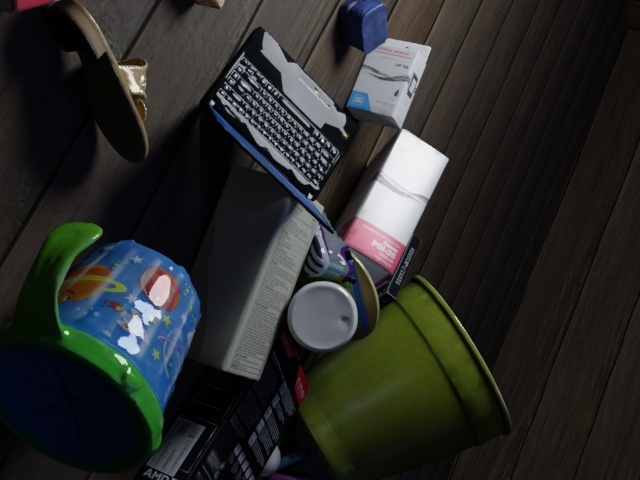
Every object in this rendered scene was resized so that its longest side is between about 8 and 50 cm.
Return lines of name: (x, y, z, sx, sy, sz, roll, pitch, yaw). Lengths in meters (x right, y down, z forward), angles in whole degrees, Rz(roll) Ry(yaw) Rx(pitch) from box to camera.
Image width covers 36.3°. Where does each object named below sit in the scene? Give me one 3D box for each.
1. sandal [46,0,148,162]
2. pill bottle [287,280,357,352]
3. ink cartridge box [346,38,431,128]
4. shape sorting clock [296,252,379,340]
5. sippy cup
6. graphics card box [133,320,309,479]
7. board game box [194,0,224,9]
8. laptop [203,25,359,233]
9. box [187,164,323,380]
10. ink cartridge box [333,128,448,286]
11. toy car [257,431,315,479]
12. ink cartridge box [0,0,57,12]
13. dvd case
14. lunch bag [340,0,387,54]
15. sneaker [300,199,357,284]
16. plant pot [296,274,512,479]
sandal: (-0.239, -0.202, 1.169, 0.079, 0.088, 0.240, -52, 144, -27)
pill bottle: (0.002, 0.128, 1.669, 0.208, 0.117, 0.118, 105, 4, -87)
ink cartridge box: (0.132, -0.315, 1.876, 0.180, 0.104, 0.060, -69, 155, -10)
shape sorting clock: (0.028, 0.091, 1.801, 0.040, 0.206, 0.206, -33, 136, -43)
sippy cup: (-0.263, 0.127, 1.201, 0.305, 0.240, 0.224, -52, -173, 43)
graphics card box: (-0.159, 0.334, 1.696, 0.371, 0.094, 0.233, -59, 152, -31)
board game box: (-0.151, -0.419, 1.266, 0.147, 0.045, 0.193, -65, 155, -17)
laptop: (-0.040, -0.168, 1.426, 0.234, 0.136, 0.264, 44, 58, -21)
box: (-0.119, 0.053, 1.559, 0.311, 0.121, 0.148, -69, 156, -8)
ink cartridge box: (0.114, -0.048, 1.898, 0.283, 0.117, 0.207, -61, -173, -25)
toy car: (-0.078, 0.467, 1.906, 0.159, 0.136, 0.182, 21, 87, -66)
ink cartridge box: (-0.266, -0.348, 0.995, 0.237, 0.100, 0.172, -38, 139, -51)
dvd case: (0.097, 0.102, 1.967, 0.238, 0.029, 0.179, -40, -165, 44)
lunch bag: (0.074, -0.393, 1.749, 0.067, 0.065, 0.098, -38, 142, -28)
sneaker: (0.000, 0.000, 1.696, 0.083, 0.098, 0.224, -51, -150, 26)
plant pot: (0.134, 0.316, 1.954, 0.353, 0.366, 0.366, -30, 145, -6)
